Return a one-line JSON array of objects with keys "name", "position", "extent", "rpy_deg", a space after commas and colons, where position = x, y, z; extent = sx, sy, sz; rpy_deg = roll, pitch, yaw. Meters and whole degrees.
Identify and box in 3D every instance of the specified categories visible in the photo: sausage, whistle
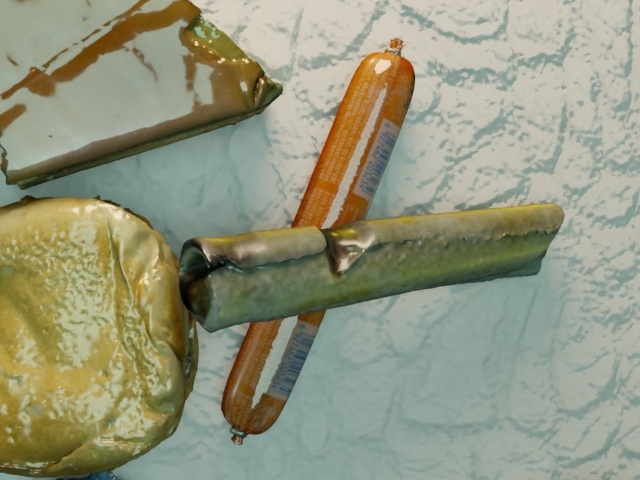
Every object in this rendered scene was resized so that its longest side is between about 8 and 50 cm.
[{"name": "sausage", "position": [0.000, 0.000, 0.835], "extent": [0.053, 0.053, 0.347], "rpy_deg": [23, 88, -10]}, {"name": "whistle", "position": [0.051, 0.014, 0.802], "extent": [0.327, 0.057, 0.068], "rpy_deg": [-6, 123, -29]}]

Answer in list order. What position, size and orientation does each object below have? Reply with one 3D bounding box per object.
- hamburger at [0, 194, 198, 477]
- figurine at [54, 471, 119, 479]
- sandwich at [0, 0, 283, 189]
[{"name": "hamburger", "position": [-0.188, 0.068, 0.768], "extent": [0.214, 0.108, 0.213], "rpy_deg": [0, 85, -2]}, {"name": "figurine", "position": [-0.205, 0.248, 0.769], "extent": [0.178, 0.144, 0.114], "rpy_deg": [-46, 134, -18]}, {"name": "sandwich", "position": [-0.163, -0.108, 0.778], "extent": [0.220, 0.108, 0.186], "rpy_deg": [36, 86, -11]}]
